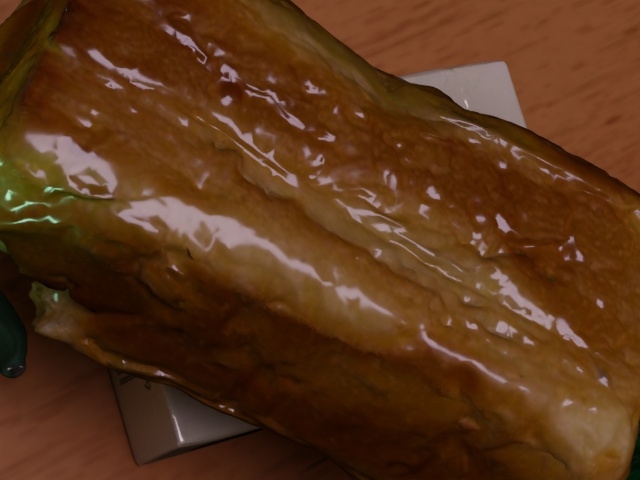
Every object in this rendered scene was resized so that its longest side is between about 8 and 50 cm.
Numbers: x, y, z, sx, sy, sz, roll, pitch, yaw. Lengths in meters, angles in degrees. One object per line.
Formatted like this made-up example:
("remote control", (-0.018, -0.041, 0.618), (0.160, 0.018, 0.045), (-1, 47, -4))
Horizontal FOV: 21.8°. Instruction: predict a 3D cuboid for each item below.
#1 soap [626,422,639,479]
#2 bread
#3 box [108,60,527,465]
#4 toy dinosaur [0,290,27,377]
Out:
("soap", (0.218, 0.225, 0.916), (0.218, 0.098, 0.273), (15, 69, -23))
("bread", (-0.002, 0.000, 0.761), (0.344, 0.149, 0.195), (30, 54, -15))
("box", (0.004, 0.006, 0.886), (0.256, 0.069, 0.164), (-13, 82, -29))
("toy dinosaur", (-0.230, -0.064, 0.782), (0.292, 0.079, 0.120), (39, 67, -9))
